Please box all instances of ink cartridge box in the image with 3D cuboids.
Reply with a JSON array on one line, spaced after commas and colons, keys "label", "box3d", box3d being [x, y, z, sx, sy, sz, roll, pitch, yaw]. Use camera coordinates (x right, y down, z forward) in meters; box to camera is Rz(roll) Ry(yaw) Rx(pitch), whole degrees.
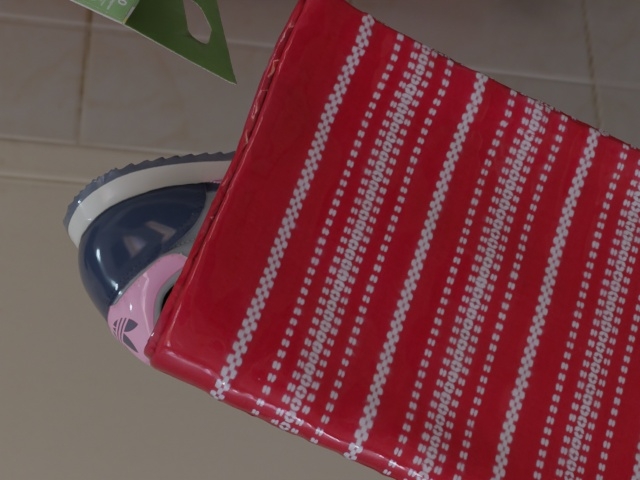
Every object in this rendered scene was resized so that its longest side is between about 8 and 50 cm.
[{"label": "ink cartridge box", "box3d": [-0.168, -0.247, 0.927, 0.056, 0.235, 0.171, -50, 35, 29]}]

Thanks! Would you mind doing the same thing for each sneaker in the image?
[{"label": "sneaker", "box3d": [0.000, 0.000, 0.715, 0.112, 0.318, 0.131, 96, 153, -54]}]

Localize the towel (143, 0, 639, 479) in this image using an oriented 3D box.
[{"label": "towel", "box3d": [0.083, 0.020, 0.465, 0.031, 0.274, 0.199, 123, 171, -67]}]
